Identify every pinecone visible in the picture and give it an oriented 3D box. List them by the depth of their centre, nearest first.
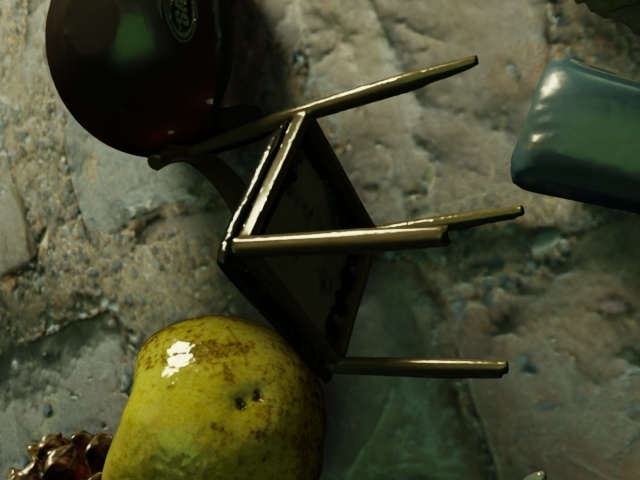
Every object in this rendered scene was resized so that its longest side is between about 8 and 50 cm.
[{"bbox_3d":[-0.239,0.276,0.645,0.204,0.179,0.184,26,88,31],"label":"pinecone"}]

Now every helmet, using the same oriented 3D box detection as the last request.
[{"bbox_3d":[-0.140,-0.168,0.574,0.216,0.193,0.189,170,92,-66],"label":"helmet"}]

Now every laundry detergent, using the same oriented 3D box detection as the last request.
[{"bbox_3d":[0.275,-0.034,0.411,0.289,0.143,0.094,22,97,21],"label":"laundry detergent"}]

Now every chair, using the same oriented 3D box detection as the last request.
[{"bbox_3d":[0.000,0.000,0.501,0.272,0.188,0.166,-4,50,29],"label":"chair"}]

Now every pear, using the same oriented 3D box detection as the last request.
[{"bbox_3d":[-0.082,0.167,0.561,0.197,0.197,0.197,2,94,24],"label":"pear"}]

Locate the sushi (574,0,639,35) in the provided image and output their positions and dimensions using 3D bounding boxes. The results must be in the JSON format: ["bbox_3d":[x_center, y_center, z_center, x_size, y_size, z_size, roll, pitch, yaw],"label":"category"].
[{"bbox_3d":[0.223,-0.228,0.291,0.351,0.396,0.240,36,103,13],"label":"sushi"}]

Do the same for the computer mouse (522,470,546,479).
[{"bbox_3d":[0.050,0.319,0.566,0.167,0.090,0.379,48,108,13],"label":"computer mouse"}]
